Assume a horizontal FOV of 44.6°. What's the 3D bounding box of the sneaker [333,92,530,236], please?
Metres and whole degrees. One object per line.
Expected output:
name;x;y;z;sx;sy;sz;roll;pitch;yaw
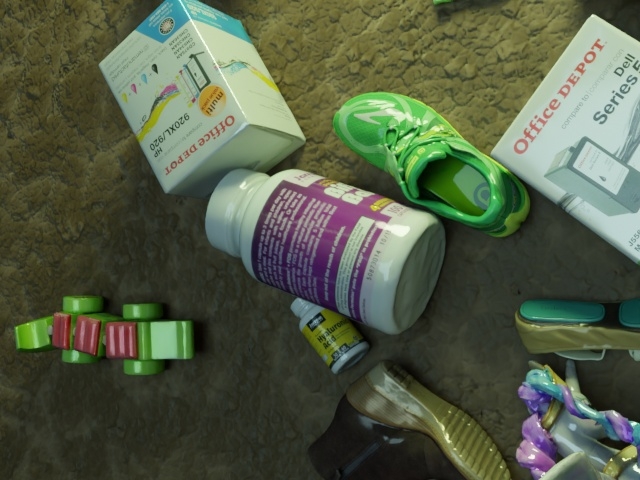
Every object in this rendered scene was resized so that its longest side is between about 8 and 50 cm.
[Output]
sneaker;0.135;-0.111;1.007;0.296;0.123;0.109;35;105;24

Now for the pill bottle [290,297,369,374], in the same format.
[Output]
pill bottle;0.010;0.125;1.101;0.065;0.065;0.116;-47;69;19

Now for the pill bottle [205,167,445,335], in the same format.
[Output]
pill bottle;0.000;0.000;1.050;0.302;0.169;0.169;20;98;26

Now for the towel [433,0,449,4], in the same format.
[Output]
towel;0.194;-0.401;1.038;0.113;0.023;0.151;-7;86;28

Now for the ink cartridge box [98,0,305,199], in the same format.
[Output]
ink cartridge box;-0.170;-0.200;1.141;0.171;0.168;0.232;-35;75;22

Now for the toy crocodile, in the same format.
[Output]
toy crocodile;-0.348;0.153;1.264;0.341;0.105;0.115;3;90;27

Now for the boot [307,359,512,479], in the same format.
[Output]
boot;0.114;0.302;1.051;0.248;0.090;0.206;43;120;20

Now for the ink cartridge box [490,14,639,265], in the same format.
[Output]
ink cartridge box;0.366;-0.095;0.891;0.273;0.115;0.198;41;107;22

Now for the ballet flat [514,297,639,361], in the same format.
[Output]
ballet flat;0.352;0.108;0.932;0.232;0.080;0.073;-1;117;30

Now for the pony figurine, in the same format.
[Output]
pony figurine;0.304;0.320;0.821;0.363;0.351;0.302;35;147;23
